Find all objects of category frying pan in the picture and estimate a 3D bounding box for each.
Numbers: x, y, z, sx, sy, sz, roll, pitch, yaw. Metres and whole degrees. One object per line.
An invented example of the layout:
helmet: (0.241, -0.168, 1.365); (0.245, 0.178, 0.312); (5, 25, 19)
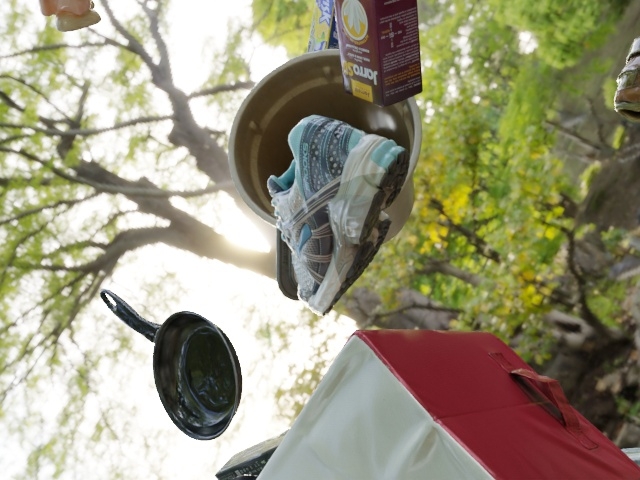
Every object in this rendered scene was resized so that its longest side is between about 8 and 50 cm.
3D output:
frying pan: (-0.230, 0.192, 1.283); (0.053, 0.326, 0.197); (-8, -77, -47)

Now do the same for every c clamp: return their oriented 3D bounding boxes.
c clamp: (0.000, 0.000, 1.083); (0.137, 0.022, 0.160); (2, -85, -37)

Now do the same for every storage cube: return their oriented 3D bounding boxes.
storage cube: (0.092, 0.192, 0.632); (0.193, 0.183, 0.215); (8, -60, -49)

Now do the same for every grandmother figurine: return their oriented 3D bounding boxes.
grandmother figurine: (-0.412, -0.494, 1.250); (0.104, 0.208, 0.342); (-23, -48, -21)

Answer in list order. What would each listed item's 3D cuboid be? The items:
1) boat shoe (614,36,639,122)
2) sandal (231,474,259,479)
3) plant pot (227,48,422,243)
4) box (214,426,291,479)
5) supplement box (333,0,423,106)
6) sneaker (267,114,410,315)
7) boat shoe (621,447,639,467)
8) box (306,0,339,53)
boat shoe: (0.522, -0.163, 1.021); (0.104, 0.307, 0.111); (-67, -26, -12)
sandal: (0.016, 0.308, 0.961); (0.097, 0.255, 0.054); (-114, 36, -60)
plant pot: (0.042, -0.127, 1.513); (0.333, 0.334, 0.305); (-62, -21, -8)
box: (-0.028, 0.373, 1.227); (0.233, 0.183, 0.059); (-36, 3, 43)
supplement box: (0.085, -0.307, 1.232); (0.081, 0.104, 0.188); (-25, -56, -26)
sneaker: (0.006, -0.029, 0.870); (0.110, 0.122, 0.283); (-49, -14, -33)
boat shoe: (0.394, 0.311, 1.027); (0.103, 0.321, 0.118); (83, -174, -86)
box: (0.022, -0.408, 1.534); (0.054, 0.059, 0.168); (5, -82, -43)
